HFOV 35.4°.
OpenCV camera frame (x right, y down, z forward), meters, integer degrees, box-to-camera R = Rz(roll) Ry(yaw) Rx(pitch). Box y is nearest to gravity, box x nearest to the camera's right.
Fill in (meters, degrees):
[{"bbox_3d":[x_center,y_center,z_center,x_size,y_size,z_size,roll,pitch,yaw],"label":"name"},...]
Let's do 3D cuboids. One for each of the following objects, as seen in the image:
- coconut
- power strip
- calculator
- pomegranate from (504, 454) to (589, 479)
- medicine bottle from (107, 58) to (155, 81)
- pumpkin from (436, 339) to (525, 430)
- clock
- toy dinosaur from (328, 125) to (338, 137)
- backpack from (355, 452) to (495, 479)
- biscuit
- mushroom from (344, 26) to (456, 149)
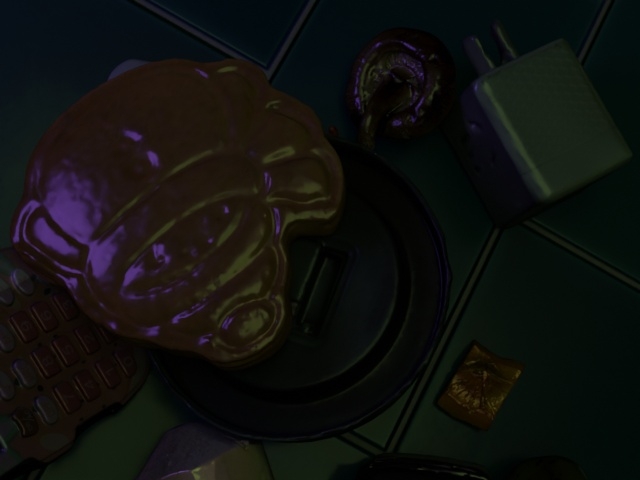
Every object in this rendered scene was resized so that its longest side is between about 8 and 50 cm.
[{"bbox_3d":[-0.115,0.260,1.024,0.147,0.147,0.152,-20,87,-14],"label":"coconut"},{"bbox_3d":[0.235,-0.147,1.182,0.139,0.140,0.224,-27,83,-15],"label":"power strip"},{"bbox_3d":[-0.317,0.123,1.008,0.330,0.048,0.220,-30,86,-43],"label":"calculator"},{"bbox_3d":[0.266,0.299,1.114,0.142,0.114,0.114,17,74,-33],"label":"pomegranate"},{"bbox_3d":[-0.196,-0.104,1.125,0.119,0.069,0.183,14,75,-4],"label":"medicine bottle"},{"bbox_3d":[0.190,0.165,1.159,0.073,0.035,0.101,33,72,-5],"label":"pumpkin"},{"bbox_3d":[-0.027,0.048,1.031,0.325,0.067,0.325,-3,71,8],"label":"clock"},{"bbox_3d":[-0.006,-0.001,1.138,0.055,0.101,0.279,9,84,17],"label":"toy dinosaur"},{"bbox_3d":[0.105,0.361,1.046,0.206,0.133,0.258,6,85,9],"label":"backpack"},{"bbox_3d":[-0.138,-0.041,1.016,0.351,0.057,0.312,39,81,21],"label":"biscuit"},{"bbox_3d":[0.088,-0.166,1.179,0.135,0.080,0.170,25,78,34],"label":"mushroom"}]
